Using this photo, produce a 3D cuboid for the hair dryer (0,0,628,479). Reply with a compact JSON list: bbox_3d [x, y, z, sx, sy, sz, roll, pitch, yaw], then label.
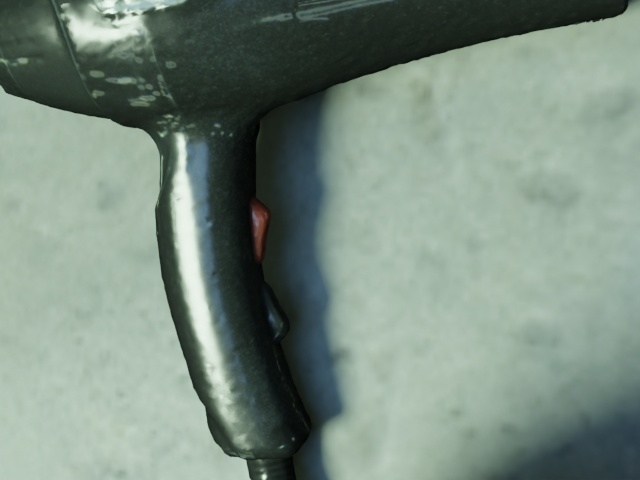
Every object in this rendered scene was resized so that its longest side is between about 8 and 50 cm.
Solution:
[{"bbox_3d":[0.000,0.000,0.356,0.236,0.091,0.271,-3,102,12],"label":"hair dryer"}]
